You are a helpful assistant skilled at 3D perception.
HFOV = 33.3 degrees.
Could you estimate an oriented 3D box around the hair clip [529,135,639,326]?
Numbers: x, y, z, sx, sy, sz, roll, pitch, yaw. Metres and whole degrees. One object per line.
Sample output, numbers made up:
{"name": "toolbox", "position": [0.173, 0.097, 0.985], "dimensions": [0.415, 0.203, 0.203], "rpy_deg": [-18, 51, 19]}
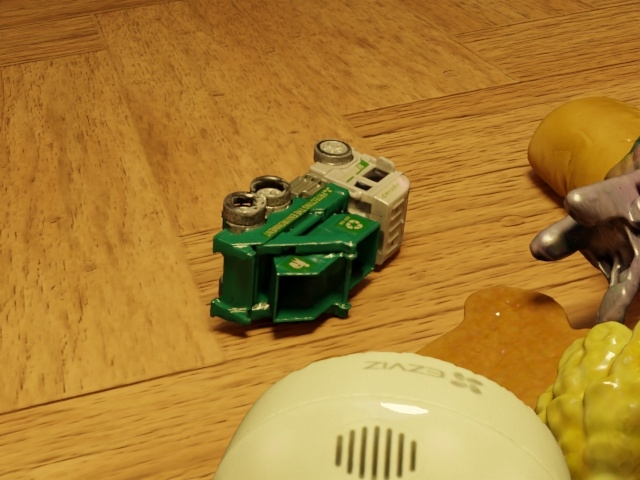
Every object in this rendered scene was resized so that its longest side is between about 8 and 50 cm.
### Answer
{"name": "hair clip", "position": [0.261, -0.048, 0.817], "dimensions": [0.090, 0.137, 0.278], "rpy_deg": [42, 54, 8]}

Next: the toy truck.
{"name": "toy truck", "position": [0.000, 0.000, 0.946], "dimensions": [0.116, 0.110, 0.216], "rpy_deg": [24, 37, 25]}

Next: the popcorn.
{"name": "popcorn", "position": [0.203, 0.121, 0.591], "dimensions": [0.174, 0.173, 0.142], "rpy_deg": [3, -12, 17]}

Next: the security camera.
{"name": "security camera", "position": [0.022, 0.188, 0.472], "dimensions": [0.195, 0.194, 0.236], "rpy_deg": [-1, 32, 11]}

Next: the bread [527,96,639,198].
{"name": "bread", "position": [0.300, -0.059, 1.012], "dimensions": [0.142, 0.091, 0.305], "rpy_deg": [-5, 27, -11]}

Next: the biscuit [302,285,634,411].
{"name": "biscuit", "position": [0.076, 0.131, 0.727], "dimensions": [0.340, 0.047, 0.216], "rpy_deg": [-27, 31, -32]}
